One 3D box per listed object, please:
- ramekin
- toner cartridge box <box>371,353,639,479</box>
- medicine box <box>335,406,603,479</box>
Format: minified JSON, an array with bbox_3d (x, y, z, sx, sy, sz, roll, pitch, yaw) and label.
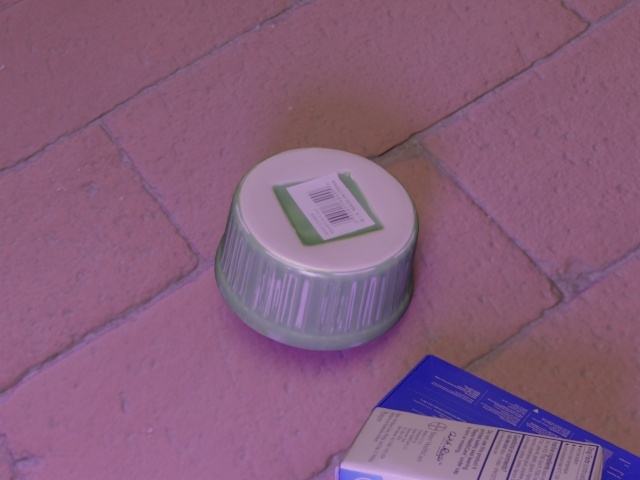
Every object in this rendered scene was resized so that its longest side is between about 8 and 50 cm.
[{"bbox_3d":[0.000,0.000,1.704,0.304,0.148,0.303,5,45,-6],"label":"ramekin"},{"bbox_3d":[0.248,0.287,1.529,0.348,0.075,0.165,26,37,24],"label":"toner cartridge box"},{"bbox_3d":[0.175,0.367,1.378,0.289,0.263,0.149,7,22,19],"label":"medicine box"}]
